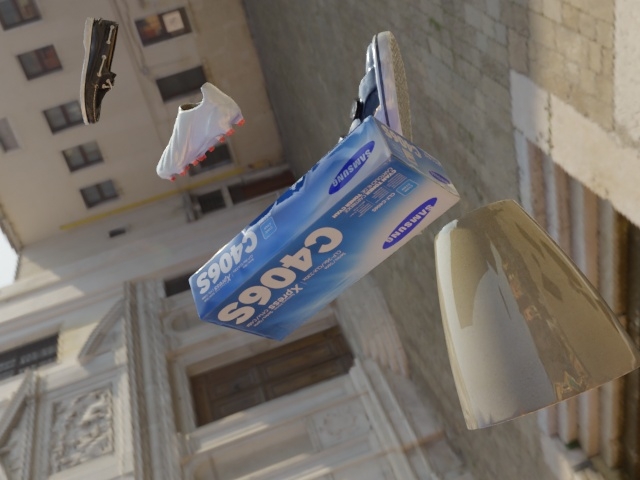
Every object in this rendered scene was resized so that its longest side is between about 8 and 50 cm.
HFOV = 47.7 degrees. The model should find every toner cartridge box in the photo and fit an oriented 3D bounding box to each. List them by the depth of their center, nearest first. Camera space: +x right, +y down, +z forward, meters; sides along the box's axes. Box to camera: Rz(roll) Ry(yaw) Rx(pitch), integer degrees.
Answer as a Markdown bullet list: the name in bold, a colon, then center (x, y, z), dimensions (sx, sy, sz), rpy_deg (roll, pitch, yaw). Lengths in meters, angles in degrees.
- **toner cartridge box**: center (0.000, 0.000, 0.969), dimensions (0.165, 0.348, 0.075), rpy_deg (22, -145, -47)

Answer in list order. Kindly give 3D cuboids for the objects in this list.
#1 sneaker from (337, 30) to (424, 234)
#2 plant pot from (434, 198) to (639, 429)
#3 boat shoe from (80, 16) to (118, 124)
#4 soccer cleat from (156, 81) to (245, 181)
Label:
- **sneaker**: center (0.083, -0.161, 1.148), dimensions (0.126, 0.127, 0.321), rpy_deg (-28, -68, -70)
- **plant pot**: center (0.275, 0.090, 1.026), dimensions (0.256, 0.256, 0.274), rpy_deg (96, 153, -76)
- **boat shoe**: center (-0.258, -0.197, 0.847), dimensions (0.046, 0.038, 0.125), rpy_deg (167, 106, -79)
- **soccer cleat**: center (-0.182, -0.152, 1.025), dimensions (0.076, 0.068, 0.196), rpy_deg (50, 134, -9)
